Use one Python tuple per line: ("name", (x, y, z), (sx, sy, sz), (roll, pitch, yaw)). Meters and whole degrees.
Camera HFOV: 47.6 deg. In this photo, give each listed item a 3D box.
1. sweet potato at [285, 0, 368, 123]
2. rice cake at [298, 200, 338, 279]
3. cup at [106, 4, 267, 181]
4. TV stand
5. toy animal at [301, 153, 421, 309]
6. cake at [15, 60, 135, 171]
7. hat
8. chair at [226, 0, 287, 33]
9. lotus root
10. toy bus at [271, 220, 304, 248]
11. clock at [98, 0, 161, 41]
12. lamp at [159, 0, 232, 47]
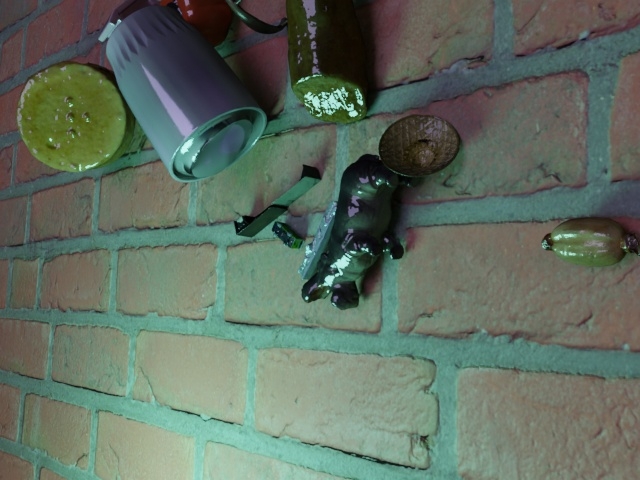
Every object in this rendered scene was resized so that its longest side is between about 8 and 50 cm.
("sweet potato", (0.008, -0.420, 1.455), (0.158, 0.158, 0.370), (-6, 90, 46))
("rice cake", (0.000, 0.000, 1.500), (0.030, 0.042, 0.180), (42, 114, 44))
("cup", (-0.312, -0.338, 1.668), (0.253, 0.253, 0.371), (-45, 72, 33))
("TV stand", (-0.100, -0.085, 1.615), (0.256, 0.049, 0.040), (-36, 59, 38))
("toy animal", (0.068, 0.004, 1.384), (0.168, 0.106, 0.343), (41, 117, 41))
("cake", (-0.711, -0.369, 2.180), (0.321, 0.332, 0.332), (-109, 34, -79))
("hat", (0.180, -0.154, 1.321), (0.146, 0.067, 0.146), (-6, 56, 9))
("chair", (-0.078, -0.601, 1.571), (0.272, 0.188, 0.166), (-40, 56, 32))
("lotus root", (0.398, 0.002, 1.060), (0.150, 0.062, 0.073), (3, 94, 47))
("toy bus", (-0.073, -0.012, 1.584), (0.083, 0.037, 0.031), (42, 115, 43))
("clock", (-0.407, -0.538, 1.925), (0.080, 0.275, 0.290), (-34, 24, 41))
("lamp", (-0.308, -0.571, 1.830), (0.187, 0.164, 0.188), (24, 126, 38))
